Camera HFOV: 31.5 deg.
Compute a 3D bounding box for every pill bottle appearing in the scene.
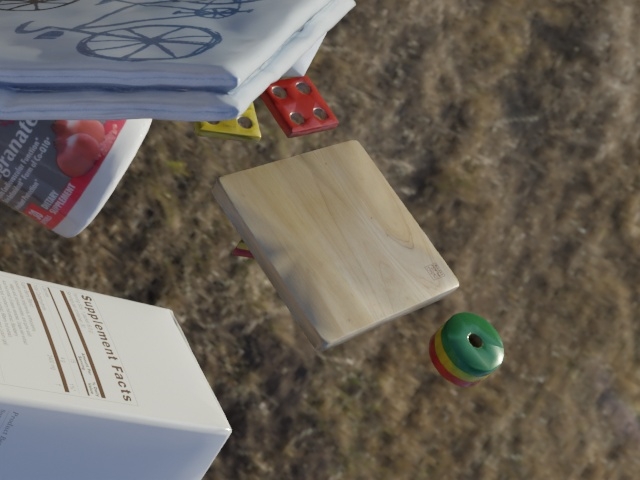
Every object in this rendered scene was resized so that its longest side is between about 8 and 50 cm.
[{"bbox_3d":[-0.351,-0.152,1.180,0.319,0.176,0.176,32,90,-18],"label":"pill bottle"}]

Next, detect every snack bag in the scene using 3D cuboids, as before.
[{"bbox_3d":[-0.171,-0.143,0.772,0.323,0.343,0.037,-62,153,-63],"label":"snack bag"}]

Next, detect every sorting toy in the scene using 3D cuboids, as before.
[{"bbox_3d":[0.000,0.000,0.775,0.132,0.274,0.046,-20,159,-41],"label":"sorting toy"}]

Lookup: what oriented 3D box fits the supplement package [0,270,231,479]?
[{"bbox_3d":[-0.257,0.145,0.930,0.293,0.175,0.177,17,114,-37],"label":"supplement package"}]

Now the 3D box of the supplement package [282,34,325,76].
[{"bbox_3d":[-0.124,-0.348,1.498,0.199,0.263,0.198,39,70,-37],"label":"supplement package"}]
